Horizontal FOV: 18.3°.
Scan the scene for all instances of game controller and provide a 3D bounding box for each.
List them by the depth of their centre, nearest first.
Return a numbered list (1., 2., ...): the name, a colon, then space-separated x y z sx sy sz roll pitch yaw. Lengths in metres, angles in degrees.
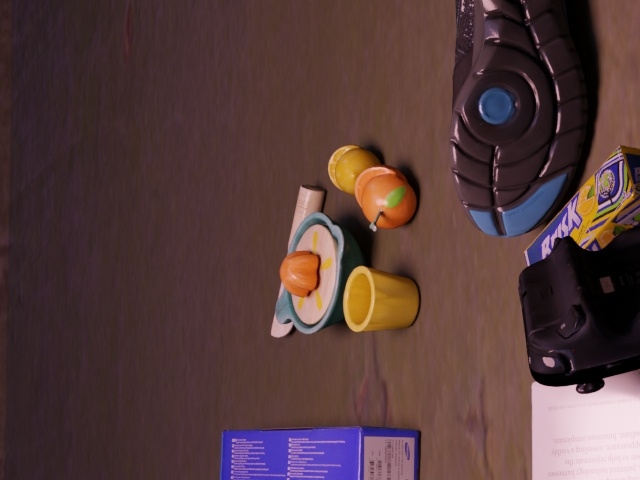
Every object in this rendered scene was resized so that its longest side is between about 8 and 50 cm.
1. game controller: 0.235 0.045 1.505 0.319 0.166 0.067 -70 -27 -78

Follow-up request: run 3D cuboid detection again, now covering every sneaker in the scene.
1. sneaker: 0.185 -0.173 1.856 0.139 0.125 0.340 -20 -67 -88

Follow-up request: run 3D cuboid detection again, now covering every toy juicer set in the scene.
1. toy juicer set: 0.000 0.000 2.186 0.329 0.089 0.209 -8 78 64

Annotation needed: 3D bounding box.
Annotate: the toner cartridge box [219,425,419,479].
1. toner cartridge box: -0.009 0.287 2.160 0.348 0.075 0.165 -11 74 63

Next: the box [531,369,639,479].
1. box: 0.283 0.269 1.420 0.215 0.168 0.345 -12 73 50

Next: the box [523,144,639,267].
1. box: 0.244 -0.010 1.721 0.169 0.059 0.054 -53 37 46
